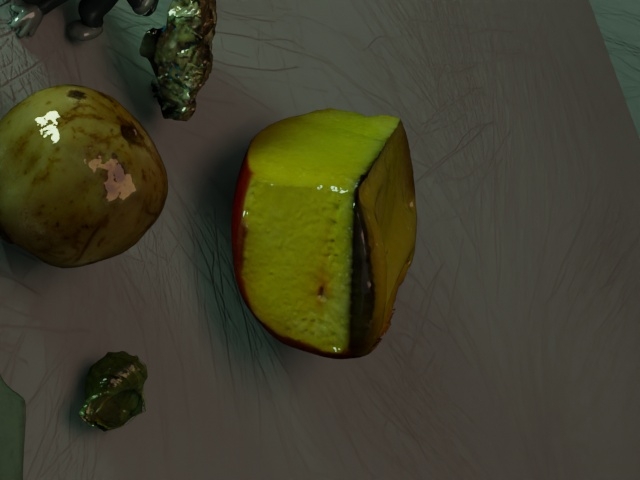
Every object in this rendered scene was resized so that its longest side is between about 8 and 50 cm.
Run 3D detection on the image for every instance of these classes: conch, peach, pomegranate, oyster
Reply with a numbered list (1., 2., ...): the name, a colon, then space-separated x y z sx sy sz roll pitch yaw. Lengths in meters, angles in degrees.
1. conch: -0.253 0.189 1.519 0.089 0.074 0.121 51 37 -15
2. peach: 0.000 0.000 1.793 0.380 0.242 0.306 -71 156 -55
3. pomegranate: -0.294 -0.069 1.454 0.215 0.215 0.215 22 62 -49
4. oyster: -0.182 -0.285 1.682 0.092 0.198 0.260 17 65 -1

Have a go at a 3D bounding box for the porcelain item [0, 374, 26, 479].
1. porcelain item: -0.435 0.230 1.186 0.281 0.157 0.286 17 65 -53

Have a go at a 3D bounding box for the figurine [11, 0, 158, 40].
1. figurine: -0.318 -0.338 1.555 0.265 0.140 0.193 27 74 -30
